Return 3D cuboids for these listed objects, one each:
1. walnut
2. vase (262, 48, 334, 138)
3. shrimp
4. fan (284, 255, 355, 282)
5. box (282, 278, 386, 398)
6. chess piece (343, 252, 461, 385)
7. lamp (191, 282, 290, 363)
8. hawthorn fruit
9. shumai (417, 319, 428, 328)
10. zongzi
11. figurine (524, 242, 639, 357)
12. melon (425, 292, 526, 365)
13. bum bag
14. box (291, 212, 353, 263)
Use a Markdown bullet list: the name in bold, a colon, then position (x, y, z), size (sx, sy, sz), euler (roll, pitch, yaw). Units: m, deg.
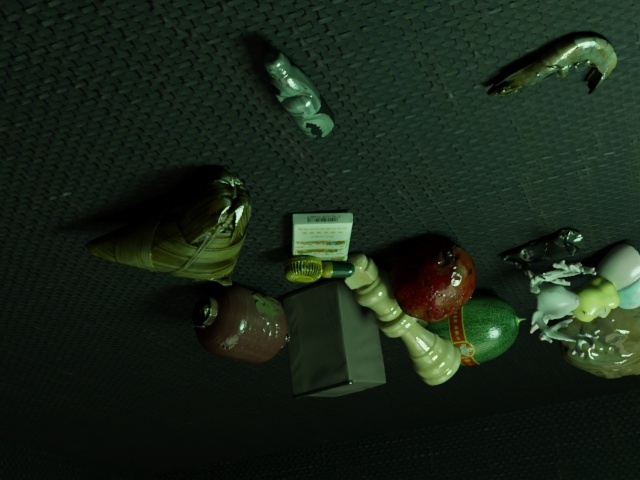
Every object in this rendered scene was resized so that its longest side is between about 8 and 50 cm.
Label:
- **walnut**: position (0.756, 0.243, 2.447), size (0.273, 0.273, 0.227), euler (-22, -177, 32)
- **vase**: position (-0.036, -0.221, 1.381), size (0.060, 0.060, 0.211), euler (-12, 156, 14)
- **shrimp**: position (0.368, -0.252, 1.451), size (0.195, 0.035, 0.148), euler (-25, 153, 35)
- **fan**: position (-0.001, 0.065, 1.998), size (0.155, 0.039, 0.082), euler (1, 159, -11)
- **box**: position (0.033, 0.240, 2.236), size (0.188, 0.252, 0.153), euler (-21, 158, 34)
- **chess piece**: position (0.176, 0.170, 2.145), size (0.117, 0.117, 0.397), euler (-22, 123, 32)
- **lamp**: position (-0.188, 0.189, 2.165), size (0.258, 0.180, 0.180), euler (24, 143, -39)
- **hawthorn fruit**: position (0.254, 0.077, 2.008), size (0.181, 0.181, 0.235), euler (1, 154, -16)
- **shumai**: position (0.197, 0.161, 2.289), size (0.116, 0.145, 0.145), euler (4, 167, 38)
- **zongzi**: position (-0.280, -0.028, 1.701), size (0.288, 0.134, 0.286), euler (7, 148, -11)
- **figurine**: position (0.588, 0.114, 2.092), size (0.316, 0.206, 0.284), euler (-20, -178, -19)
- **melon**: position (0.381, 0.224, 2.367), size (0.288, 0.182, 0.182), euler (-17, 154, 26)
- **bum bag**: position (0.509, 0.028, 2.113), size (0.198, 0.049, 0.087), euler (-24, 146, 37)
- **box**: position (0.000, -0.001, 1.934), size (0.122, 0.032, 0.220), euler (-3, 158, -3)
